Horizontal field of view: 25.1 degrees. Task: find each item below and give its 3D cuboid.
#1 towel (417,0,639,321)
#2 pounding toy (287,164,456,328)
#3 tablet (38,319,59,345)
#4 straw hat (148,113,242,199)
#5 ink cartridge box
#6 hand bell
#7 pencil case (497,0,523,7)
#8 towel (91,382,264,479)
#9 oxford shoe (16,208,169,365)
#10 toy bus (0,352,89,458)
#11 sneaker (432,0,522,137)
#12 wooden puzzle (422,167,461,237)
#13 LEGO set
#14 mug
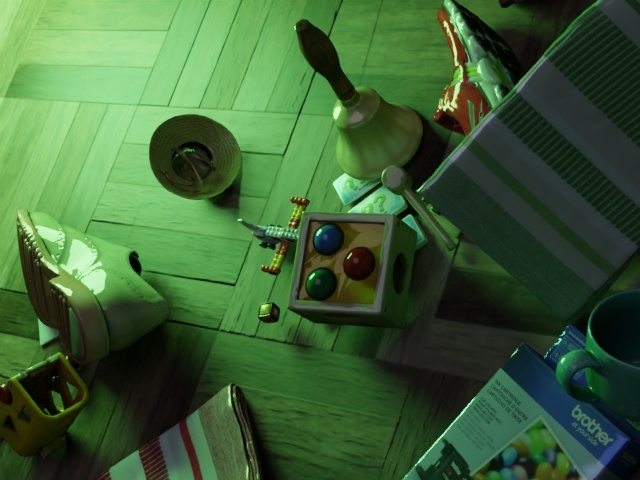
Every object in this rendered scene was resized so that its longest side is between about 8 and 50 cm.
[{"bbox_3d":[0.304,-0.096,1.603,0.325,0.248,0.038,-48,15,5],"label":"towel"},{"bbox_3d":[0.069,-0.002,1.780,0.181,0.094,0.206,2,76,26],"label":"pounding toy"},{"bbox_3d":[-0.402,0.112,2.156,0.054,0.006,0.083,-29,52,20],"label":"tablet"},{"bbox_3d":[-0.188,-0.106,2.075,0.061,0.144,0.144,118,156,-58],"label":"straw hat"},{"bbox_3d":[0.221,0.248,1.578,0.311,0.065,0.186,-48,48,3],"label":"ink cartridge box"},{"bbox_3d":[0.029,-0.195,1.831,0.126,0.242,0.126,-15,52,20],"label":"hand bell"},{"bbox_3d":[0.301,-0.379,1.839,0.209,0.098,0.095,-25,53,25],"label":"pencil case"},{"bbox_3d":[-0.215,0.347,1.827,0.329,0.037,0.237,-35,38,12],"label":"towel"},{"bbox_3d":[-0.339,0.055,2.083,0.146,0.140,0.397,-16,33,-22],"label":"oxford shoe"},{"bbox_3d":[-0.398,0.249,2.005,0.191,0.202,0.104,-40,78,3],"label":"toy bus"},{"bbox_3d":[0.185,-0.196,1.825,0.118,0.107,0.279,-38,45,26],"label":"sneaker"},{"bbox_3d":[0.169,-0.047,1.810,0.116,0.014,0.078,27,84,42],"label":"wooden puzzle"},{"bbox_3d":[0.000,0.000,1.881,0.244,0.060,0.182,-36,49,12],"label":"LEGO set"},{"bbox_3d":[0.329,0.127,1.510,0.158,0.097,0.129,5,40,11],"label":"mug"}]
